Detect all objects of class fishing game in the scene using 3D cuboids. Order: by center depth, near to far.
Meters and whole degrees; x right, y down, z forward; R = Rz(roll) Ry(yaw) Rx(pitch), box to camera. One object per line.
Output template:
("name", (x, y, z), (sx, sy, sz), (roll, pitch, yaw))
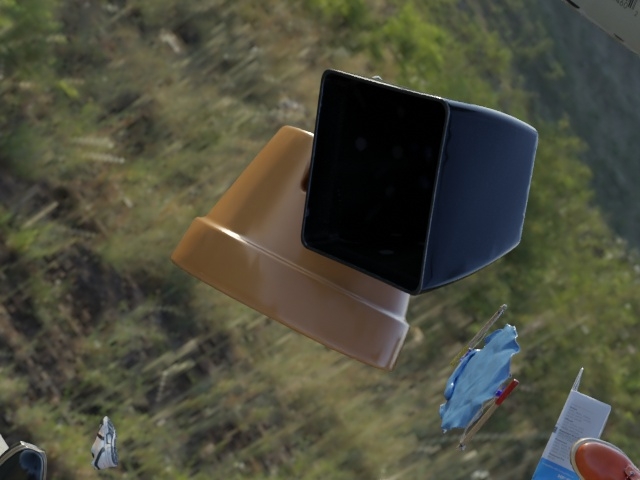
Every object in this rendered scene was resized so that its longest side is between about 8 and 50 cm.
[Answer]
("fishing game", (0.241, 0.210, 1.885), (0.041, 0.189, 0.264), (35, 17, -10))

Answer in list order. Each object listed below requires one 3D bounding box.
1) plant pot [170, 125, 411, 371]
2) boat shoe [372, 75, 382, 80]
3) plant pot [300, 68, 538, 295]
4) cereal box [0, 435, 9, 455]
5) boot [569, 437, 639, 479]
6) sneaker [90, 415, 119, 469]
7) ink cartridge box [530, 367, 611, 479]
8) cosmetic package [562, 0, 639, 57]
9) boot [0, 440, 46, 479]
("plant pot", (0.000, 0.000, 1.478), (0.291, 0.203, 0.291), (27, -2, 1))
("boat shoe", (0.072, -0.164, 1.679), (0.042, 0.049, 0.133), (53, -22, 29))
("plant pot", (0.111, -0.064, 1.277), (0.167, 0.187, 0.188), (-4, 18, -38))
("cereal box", (-0.490, 0.290, 1.737), (0.240, 0.047, 0.173), (41, 3, 43))
("boot", (0.363, 0.291, 1.484), (0.158, 0.059, 0.084), (40, -3, 0))
("sneaker", (-0.359, 0.332, 2.082), (0.109, 0.044, 0.040), (-104, 170, -55))
("ink cartridge box", (0.351, 0.279, 1.755), (0.060, 0.180, 0.104), (23, -21, 16))
("cosmetic package", (0.376, -0.244, 1.154), (0.309, 0.113, 0.160), (-9, 41, -34))
("boot", (-0.381, 0.355, 1.524), (0.077, 0.197, 0.137), (22, 9, -21))
